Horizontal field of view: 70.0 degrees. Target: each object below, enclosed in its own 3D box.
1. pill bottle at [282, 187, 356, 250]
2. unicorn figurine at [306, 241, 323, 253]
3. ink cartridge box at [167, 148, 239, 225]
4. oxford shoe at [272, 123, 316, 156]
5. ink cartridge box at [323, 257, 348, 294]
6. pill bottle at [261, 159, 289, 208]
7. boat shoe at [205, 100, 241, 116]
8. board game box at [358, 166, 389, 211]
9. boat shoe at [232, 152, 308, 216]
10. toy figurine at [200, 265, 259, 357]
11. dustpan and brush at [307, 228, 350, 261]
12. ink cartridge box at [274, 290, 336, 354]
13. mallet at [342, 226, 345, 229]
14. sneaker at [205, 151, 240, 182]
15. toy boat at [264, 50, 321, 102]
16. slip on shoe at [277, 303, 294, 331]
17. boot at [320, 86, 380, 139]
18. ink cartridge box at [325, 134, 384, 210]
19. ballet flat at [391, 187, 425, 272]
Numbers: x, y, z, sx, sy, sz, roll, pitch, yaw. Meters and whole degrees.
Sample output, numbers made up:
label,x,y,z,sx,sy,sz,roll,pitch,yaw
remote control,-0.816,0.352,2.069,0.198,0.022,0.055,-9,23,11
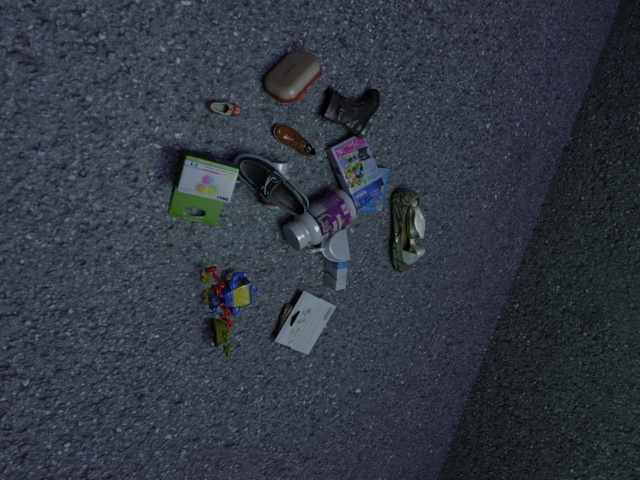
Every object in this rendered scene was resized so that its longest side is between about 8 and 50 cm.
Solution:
label,x,y,z,sx,sy,sz,roll,pitch,yaw
pill bottle,-0.007,-0.085,1.959,0.301,0.169,0.169,-34,125,-23
unicorn figurine,0.000,0.000,2.068,0.161,0.060,0.111,18,95,-40
ink cartridge box,-0.415,-0.168,1.614,0.188,0.097,0.255,12,109,-26
oxford shoe,-0.097,-0.401,1.831,0.212,0.076,0.076,24,94,-39
ink cartridge box,0.069,0.166,2.156,0.060,0.104,0.180,-9,112,-35
pill bottle,-0.177,-0.223,1.817,0.107,0.108,0.180,-7,111,-35
boat shoe,-0.340,-0.472,1.637,0.136,0.043,0.049,0,105,-39
board game box,0.238,-0.244,2.164,0.160,0.047,0.211,-3,109,-36
boat shoe,-0.175,-0.209,1.700,0.335,0.119,0.121,32,101,-16
toy figurine,-0.330,0.257,1.842,0.217,0.191,0.363,-18,119,-37
dustpan and brush,0.035,0.033,2.039,0.211,0.060,0.148,-11,93,-44
ink cartridge box,-0.080,0.382,2.156,0.238,0.060,0.275,32,87,-40
mallet,0.109,-0.142,2.120,0.039,0.062,0.190,-13,130,-32
sneaker,-0.358,-0.267,1.689,0.170,0.068,0.071,35,79,-40
toy boat,-0.094,-0.600,1.735,0.231,0.151,0.151,-48,159,-12
slip on shoe,-0.169,0.353,2.091,0.041,0.051,0.135,30,98,-1
boot,0.125,-0.576,1.922,0.228,0.091,0.263,27,73,-27
ink cartridge box,0.165,-0.300,2.024,0.185,0.065,0.311,-32,108,-24
ballet flat,0.453,-0.024,2.327,0.164,0.182,0.483,-22,119,-31
